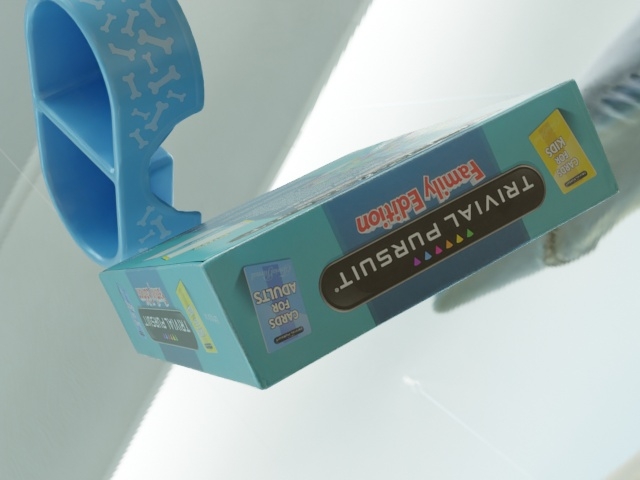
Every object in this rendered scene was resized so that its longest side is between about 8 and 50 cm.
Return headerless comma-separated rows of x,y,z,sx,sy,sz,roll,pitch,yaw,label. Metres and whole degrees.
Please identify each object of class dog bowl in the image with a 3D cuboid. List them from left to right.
-0.176,-0.096,0.850,0.074,0.166,0.297,-29,-35,-31,dog bowl

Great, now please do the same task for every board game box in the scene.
0.000,0.000,0.710,0.253,0.336,0.079,-27,-83,-20,board game box
